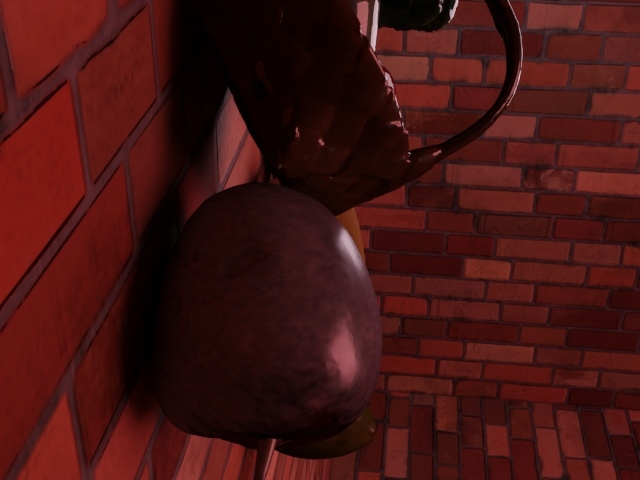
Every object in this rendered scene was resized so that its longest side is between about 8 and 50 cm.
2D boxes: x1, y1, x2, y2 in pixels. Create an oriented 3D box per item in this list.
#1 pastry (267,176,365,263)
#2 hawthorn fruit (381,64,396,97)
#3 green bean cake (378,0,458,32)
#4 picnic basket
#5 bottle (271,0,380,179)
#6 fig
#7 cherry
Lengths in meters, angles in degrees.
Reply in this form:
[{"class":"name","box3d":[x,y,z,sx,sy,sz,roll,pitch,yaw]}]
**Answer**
[{"class":"pastry","box3d":[-0.020,0.019,1.331,0.265,0.133,0.265,-9,90,-74]},{"class":"hawthorn fruit","box3d":[0.061,-0.294,1.878,0.215,0.215,0.250,-56,144,-79]},{"class":"green bean cake","box3d":[0.100,-0.529,1.551,0.169,0.300,0.308,-79,171,-55]},{"class":"picnic basket","box3d":[0.054,-0.203,0.966,0.293,0.337,0.337,63,-1,11]},{"class":"bottle","box3d":[-0.001,-0.231,1.427,0.168,0.168,0.347,-71,167,-70]},{"class":"fig","box3d":[-0.003,0.253,1.443,0.203,0.225,0.203,-62,-173,15]},{"class":"cherry","box3d":[-0.051,0.085,0.846,0.255,0.218,0.296,67,13,-70]}]
